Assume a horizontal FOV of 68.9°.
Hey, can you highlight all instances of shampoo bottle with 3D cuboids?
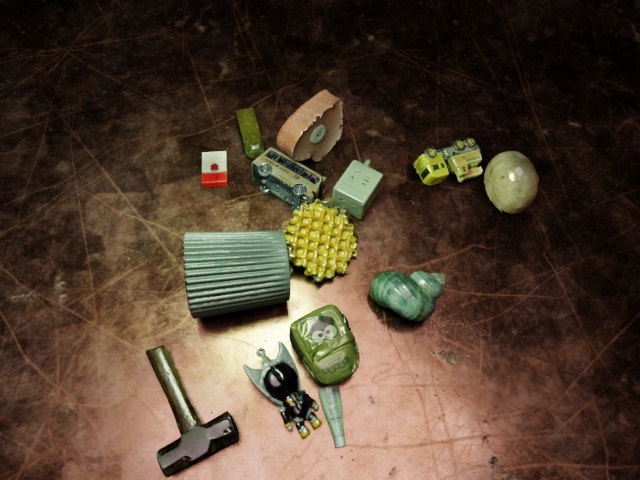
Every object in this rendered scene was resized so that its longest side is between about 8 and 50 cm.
[{"bbox_3d":[0.047,0.567,1.508,0.069,0.041,0.190,-8,65,-13],"label":"shampoo bottle"}]

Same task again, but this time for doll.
[{"bbox_3d":[-0.110,0.480,1.511,0.146,0.103,0.316,-36,78,-2],"label":"doll"}]

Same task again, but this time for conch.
[{"bbox_3d":[0.316,0.185,1.648,0.278,0.195,0.220,-23,34,13],"label":"conch"}]

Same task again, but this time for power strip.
[{"bbox_3d":[0.158,-0.220,1.846,0.140,0.139,0.224,29,66,13],"label":"power strip"}]

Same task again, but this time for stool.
[{"bbox_3d":[-0.281,0.102,1.597,0.331,0.297,0.296,-6,64,-11],"label":"stool"}]

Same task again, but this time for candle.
[{"bbox_3d":[-0.032,-0.455,1.841,0.131,0.287,0.317,42,32,16],"label":"candle"}]

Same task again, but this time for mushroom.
[{"bbox_3d":[0.783,-0.251,1.863,0.195,0.189,0.253,-10,68,-4],"label":"mushroom"}]

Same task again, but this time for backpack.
[{"bbox_3d":[0.019,0.355,1.563,0.207,0.140,0.253,-24,74,-14],"label":"backpack"}]

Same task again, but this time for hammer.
[{"bbox_3d":[-0.451,0.514,1.501,0.243,0.095,0.408,-28,63,-15],"label":"hammer"}]

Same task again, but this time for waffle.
[{"bbox_3d":[0.007,-0.007,1.738,0.330,0.062,0.328,6,74,-23],"label":"waffle"}]

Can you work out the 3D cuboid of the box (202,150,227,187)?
[{"bbox_3d":[-0.432,-0.291,1.908,0.100,0.048,0.151,-5,62,-3],"label":"box"}]

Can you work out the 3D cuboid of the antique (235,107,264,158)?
[{"bbox_3d":[-0.297,-0.448,1.971,0.082,0.080,0.220,-14,65,-11],"label":"antique"}]

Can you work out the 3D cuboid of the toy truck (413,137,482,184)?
[{"bbox_3d":[0.536,-0.312,1.921,0.273,0.124,0.156,-16,76,-13],"label":"toy truck"}]

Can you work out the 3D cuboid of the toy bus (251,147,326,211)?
[{"bbox_3d":[-0.123,-0.238,1.847,0.290,0.139,0.157,31,62,16],"label":"toy bus"}]
